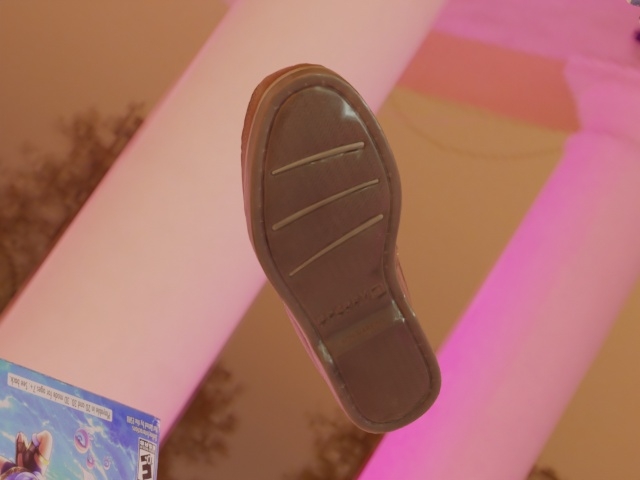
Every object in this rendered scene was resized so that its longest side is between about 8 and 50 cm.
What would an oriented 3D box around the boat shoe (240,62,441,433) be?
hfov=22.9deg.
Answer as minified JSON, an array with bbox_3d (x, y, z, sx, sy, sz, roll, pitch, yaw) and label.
[{"bbox_3d":[0.000,0.000,1.124,0.104,0.111,0.307,-124,-163,-53],"label":"boat shoe"}]

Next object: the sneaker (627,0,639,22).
[{"bbox_3d":[0.337,-0.146,1.117,0.182,0.127,0.315,-45,-122,48],"label":"sneaker"}]

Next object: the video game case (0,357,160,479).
[{"bbox_3d":[-0.196,0.199,0.944,0.061,0.244,0.269,-6,-20,28],"label":"video game case"}]
